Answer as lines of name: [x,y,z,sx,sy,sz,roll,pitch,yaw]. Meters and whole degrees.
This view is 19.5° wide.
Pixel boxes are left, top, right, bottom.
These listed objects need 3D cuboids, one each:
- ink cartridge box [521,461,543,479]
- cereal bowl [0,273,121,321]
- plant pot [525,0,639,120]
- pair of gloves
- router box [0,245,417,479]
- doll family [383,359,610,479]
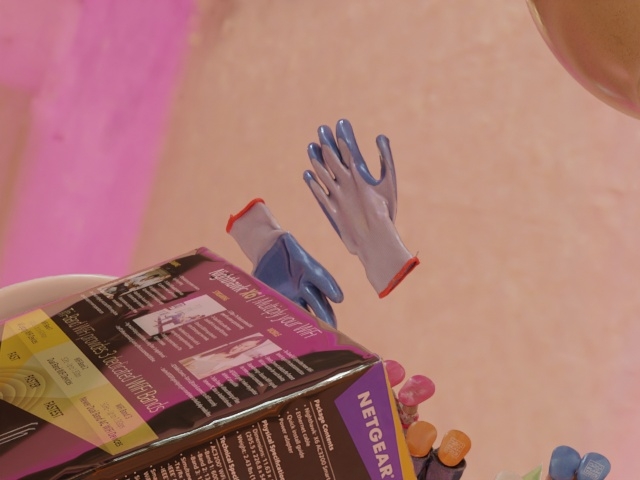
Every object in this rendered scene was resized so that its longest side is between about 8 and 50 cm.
ink cartridge box: [0.155,0.326,1.785,0.171,0.056,0.235,-38,7,22]
cereal bowl: [-0.164,0.195,1.351,0.141,0.339,0.339,52,-128,-81]
plant pot: [0.347,-0.217,1.792,0.191,0.284,0.284,-96,27,-43]
pair of gloves: [0.000,0.000,1.508,0.198,0.023,0.159,-45,59,29]
router box: [-0.118,0.102,0.929,0.309,0.243,0.081,-152,44,-70]
doll family: [0.113,0.224,1.570,0.118,0.263,0.163,-55,-17,-33]
